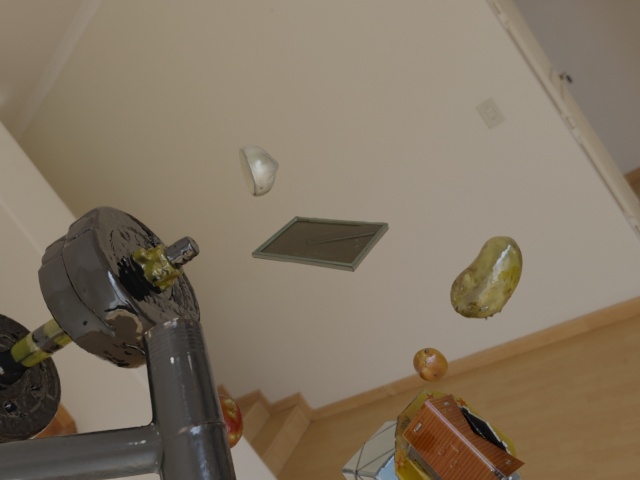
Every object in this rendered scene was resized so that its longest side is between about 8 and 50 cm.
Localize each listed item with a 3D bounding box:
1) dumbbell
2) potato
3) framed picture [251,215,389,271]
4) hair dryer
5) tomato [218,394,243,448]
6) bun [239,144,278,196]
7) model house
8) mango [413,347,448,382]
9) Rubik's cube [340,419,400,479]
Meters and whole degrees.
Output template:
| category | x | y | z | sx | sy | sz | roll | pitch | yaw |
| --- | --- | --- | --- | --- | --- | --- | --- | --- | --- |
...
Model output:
| category | x | y | z | sx | sy | sz | roll | pitch | yaw |
| --- | --- | --- | --- | --- | --- | --- | --- | --- | --- |
| dumbbell | -0.303 | 0.108 | 0.506 | 0.388 | 0.185 | 0.185 | -34 | 5 | 2 |
| potato | 0.252 | 0.058 | 0.670 | 0.138 | 0.091 | 0.070 | -56 | 37 | 10 |
| framed picture | 0.000 | 0.000 | 1.313 | 0.334 | 0.022 | 0.247 | 6 | 32 | 30 |
| hair dryer | -0.152 | 0.155 | 0.276 | 0.194 | 0.173 | 0.050 | -15 | -34 | -14 |
| tomato | -0.158 | 0.279 | 0.690 | 0.075 | 0.087 | 0.087 | -61 | -6 | 23 |
| bun | -0.157 | -0.191 | 1.193 | 0.094 | 0.138 | 0.138 | -20 | 0 | -17 |
| model house | 0.224 | 0.321 | 0.743 | 0.207 | 0.219 | 0.136 | -26 | -41 | -25 |
| mango | 0.277 | 0.312 | 1.122 | 0.080 | 0.114 | 0.060 | -44 | 31 | -3 |
| Rubik's cube | 0.215 | 0.610 | 1.162 | 0.205 | 0.205 | 0.207 | -34 | -7 | -29 |
